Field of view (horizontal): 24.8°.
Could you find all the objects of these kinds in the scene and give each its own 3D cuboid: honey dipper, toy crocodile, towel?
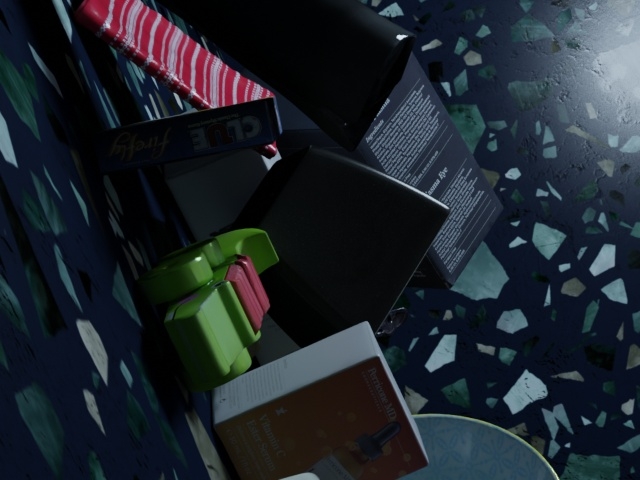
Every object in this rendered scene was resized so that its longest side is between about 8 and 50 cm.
[{"bbox_3d":[-0.093,0.124,1.614,0.161,0.030,0.030,-13,80,-84],"label":"honey dipper"},{"bbox_3d":[-0.093,0.057,1.351,0.340,0.105,0.115,-86,152,-83],"label":"toy crocodile"},{"bbox_3d":[-0.160,-0.207,1.677,0.275,0.031,0.199,36,17,-14],"label":"towel"}]

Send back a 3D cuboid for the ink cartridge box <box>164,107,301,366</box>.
[{"bbox_3d":[-0.082,-0.014,1.857,0.226,0.131,0.306,-105,170,-66],"label":"ink cartridge box"}]

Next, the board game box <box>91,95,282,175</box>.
[{"bbox_3d":[-0.125,-0.106,1.444,0.243,0.165,0.042,-82,161,-83],"label":"board game box"}]

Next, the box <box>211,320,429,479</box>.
[{"bbox_3d":[-0.002,0.178,1.394,0.091,0.171,0.130,-104,170,-72],"label":"box"}]

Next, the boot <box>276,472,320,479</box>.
[{"bbox_3d":[-0.026,0.273,1.111,0.176,0.088,0.244,67,11,9],"label":"boot"}]

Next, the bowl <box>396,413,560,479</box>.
[{"bbox_3d":[0.127,0.348,1.613,0.289,0.290,0.156,-110,-168,-52],"label":"bowl"}]

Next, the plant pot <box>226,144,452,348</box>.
[{"bbox_3d":[0.000,0.000,1.605,0.167,0.187,0.188,37,-17,-12],"label":"plant pot"}]

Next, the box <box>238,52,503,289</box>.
[{"bbox_3d":[0.037,-0.103,2.141,0.343,0.179,0.312,3,-42,45],"label":"box"}]

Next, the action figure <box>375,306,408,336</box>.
[{"bbox_3d":[-0.008,0.085,2.122,0.141,0.276,0.164,9,78,-43],"label":"action figure"}]

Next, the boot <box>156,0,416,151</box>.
[{"bbox_3d":[-0.117,-0.275,1.352,0.445,0.146,0.367,40,0,5],"label":"boot"}]
